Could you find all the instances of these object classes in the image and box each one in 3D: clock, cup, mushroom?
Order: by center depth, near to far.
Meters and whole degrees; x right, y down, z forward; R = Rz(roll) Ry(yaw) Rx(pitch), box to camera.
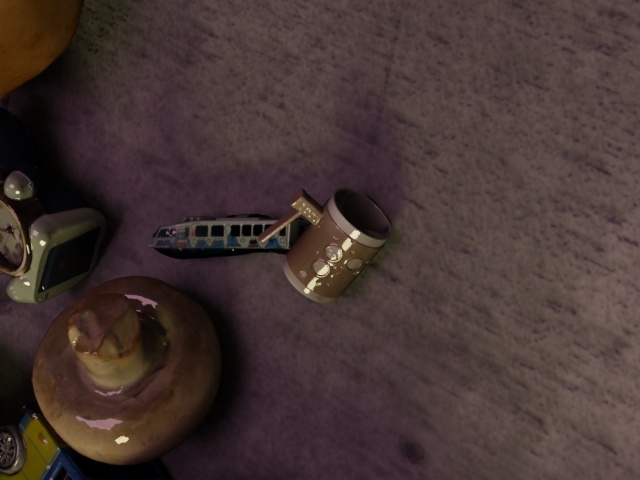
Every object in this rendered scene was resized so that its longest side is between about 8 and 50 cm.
[{"bbox_3d":[0.004,0.006,1.841,0.099,0.102,0.074,-52,47,27],"label":"cup"},{"bbox_3d":[-0.207,0.125,1.932,0.204,0.204,0.204,-1,88,39],"label":"mushroom"},{"bbox_3d":[-0.360,-0.045,2.107,0.243,0.146,0.200,44,142,25],"label":"clock"}]

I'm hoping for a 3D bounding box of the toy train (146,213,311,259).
[{"bbox_3d":[-0.099,-0.004,1.960,0.207,0.043,0.047,-1,86,39],"label":"toy train"}]

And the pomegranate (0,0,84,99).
[{"bbox_3d":[-0.439,-0.333,2.052,0.411,0.411,0.412,-1,88,39],"label":"pomegranate"}]

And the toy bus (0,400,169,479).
[{"bbox_3d":[-0.302,0.328,2.052,0.175,0.138,0.288,47,116,32],"label":"toy bus"}]
